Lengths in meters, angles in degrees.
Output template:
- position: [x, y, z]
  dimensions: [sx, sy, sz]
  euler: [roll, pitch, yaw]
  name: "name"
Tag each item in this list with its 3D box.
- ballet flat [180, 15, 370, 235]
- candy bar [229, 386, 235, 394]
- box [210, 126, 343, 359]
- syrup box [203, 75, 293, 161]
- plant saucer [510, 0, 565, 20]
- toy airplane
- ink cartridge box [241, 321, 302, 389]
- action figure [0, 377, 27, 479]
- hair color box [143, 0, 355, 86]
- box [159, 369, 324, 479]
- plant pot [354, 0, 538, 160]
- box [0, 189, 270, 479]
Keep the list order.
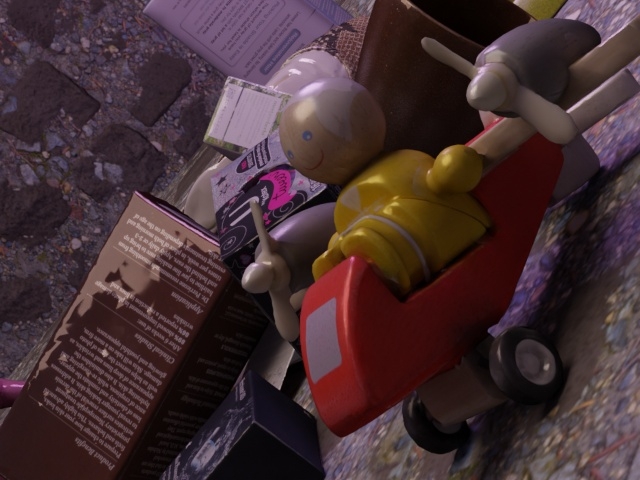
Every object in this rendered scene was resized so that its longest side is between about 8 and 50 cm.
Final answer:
- position: [-0.065, -0.115, 2.065]
  dimensions: [0.483, 0.164, 0.182]
  euler: [-53, -24, 6]
  name: "ballet flat"
- position: [-0.118, 0.199, 1.925]
  dimensions: [0.040, 0.018, 0.161]
  euler: [-54, 11, -7]
  name: "candy bar"
- position: [-0.020, -0.009, 1.668]
  dimensions: [0.142, 0.163, 0.247]
  euler: [-36, 23, 8]
  name: "box"
- position: [-0.016, -0.123, 1.898]
  dimensions: [0.093, 0.237, 0.096]
  euler: [-69, -23, -5]
  name: "syrup box"
- position: [0.222, -0.262, 1.909]
  dimensions: [0.188, 0.045, 0.188]
  euler: [-51, 12, 7]
  name: "plant saucer"
- position: [0.094, -0.051, 1.236]
  dimensions: [0.386, 0.272, 0.384]
  euler: [-52, 11, 5]
  name: "toy airplane"
- position: [-0.042, 0.143, 1.782]
  dimensions: [0.145, 0.045, 0.179]
  euler: [-31, 36, 58]
  name: "ink cartridge box"
- position: [-0.383, 0.297, 2.079]
  dimensions: [0.370, 0.248, 0.276]
  euler: [-46, -13, 33]
  name: "action figure"
- position: [-0.079, -0.340, 2.467]
  dimensions: [0.185, 0.374, 0.113]
  euler: [-48, 13, 22]
  name: "hair color box"
- position: [-0.082, 0.235, 1.510]
  dimensions: [0.158, 0.093, 0.156]
  euler: [-50, 12, 8]
  name: "box"
- position: [0.119, -0.155, 1.674]
  dimensions: [0.215, 0.215, 0.230]
  euler: [-77, 13, -63]
  name: "plant pot"
- position: [-0.218, 0.157, 1.822]
  dimensions: [0.381, 0.191, 0.143]
  euler: [-59, -30, 0]
  name: "box"
